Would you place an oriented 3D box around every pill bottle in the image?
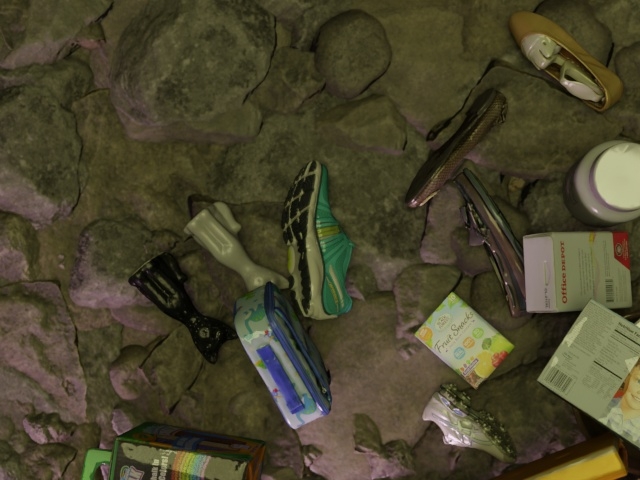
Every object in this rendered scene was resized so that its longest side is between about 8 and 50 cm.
[{"bbox_3d":[0.467,-0.091,1.598,0.131,0.229,0.131,0,87,6],"label":"pill bottle"}]

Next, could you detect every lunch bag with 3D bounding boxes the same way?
[{"bbox_3d":[-0.060,0.189,1.647,0.090,0.176,0.219,-27,106,7],"label":"lunch bag"}]

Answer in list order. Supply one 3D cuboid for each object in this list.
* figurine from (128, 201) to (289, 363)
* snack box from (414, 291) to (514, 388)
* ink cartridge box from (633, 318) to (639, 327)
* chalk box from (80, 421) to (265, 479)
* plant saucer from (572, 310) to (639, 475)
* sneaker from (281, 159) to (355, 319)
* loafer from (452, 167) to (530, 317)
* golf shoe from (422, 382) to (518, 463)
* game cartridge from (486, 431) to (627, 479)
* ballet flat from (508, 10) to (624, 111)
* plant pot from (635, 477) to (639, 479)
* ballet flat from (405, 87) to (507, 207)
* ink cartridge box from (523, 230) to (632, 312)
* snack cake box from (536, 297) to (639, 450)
[{"bbox_3d":[-0.185,0.074,1.740,0.215,0.092,0.209,-43,92,2],"label":"figurine"},{"bbox_3d":[0.244,0.170,1.706,0.141,0.037,0.100,42,91,7],"label":"snack box"},{"bbox_3d":[0.597,0.272,1.582,0.353,0.119,0.207,43,94,6],"label":"ink cartridge box"},{"bbox_3d":[-0.256,0.413,1.680,0.288,0.179,0.180,9,89,7],"label":"chalk box"},{"bbox_3d":[0.556,0.253,1.668,0.277,0.041,0.278,0,88,6],"label":"plant saucer"},{"bbox_3d":[0.000,0.000,1.723,0.109,0.107,0.276,3,78,-29],"label":"sneaker"},{"bbox_3d":[0.290,0.007,1.684,0.084,0.096,0.268,-34,86,9],"label":"loafer"},{"bbox_3d":[0.252,0.324,1.695,0.176,0.069,0.086,42,112,9],"label":"golf shoe"},{"bbox_3d":[0.314,0.383,1.544,0.323,0.285,0.053,-27,77,13],"label":"game cartridge"},{"bbox_3d":[0.406,-0.301,1.684,0.232,0.080,0.073,36,53,6],"label":"ballet flat"},{"bbox_3d":[0.562,0.565,1.473,0.333,0.334,0.305,-29,126,4],"label":"plant pot"},{"bbox_3d":[0.236,-0.149,1.709,0.058,0.084,0.250,39,88,-18],"label":"ballet flat"},{"bbox_3d":[0.418,0.050,1.631,0.175,0.072,0.128,0,87,-31],"label":"ink cartridge box"},{"bbox_3d":[0.474,0.222,1.479,0.264,0.089,0.152,34,88,22],"label":"snack cake box"}]
